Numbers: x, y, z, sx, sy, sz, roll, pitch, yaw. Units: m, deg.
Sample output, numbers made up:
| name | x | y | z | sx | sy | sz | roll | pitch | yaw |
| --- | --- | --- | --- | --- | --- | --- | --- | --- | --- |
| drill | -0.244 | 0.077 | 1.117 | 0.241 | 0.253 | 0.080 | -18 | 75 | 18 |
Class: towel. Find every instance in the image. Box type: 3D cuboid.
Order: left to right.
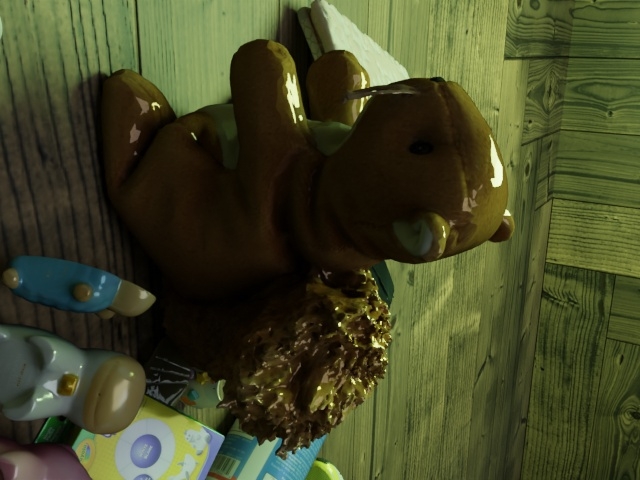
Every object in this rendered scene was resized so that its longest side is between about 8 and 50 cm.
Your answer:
| name | x | y | z | sx | sy | sz | roll | pitch | yaw |
| --- | --- | --- | --- | --- | --- | --- | --- | --- | --- |
| towel | 0.094 | -0.159 | 0.991 | 0.331 | 0.053 | 0.317 | 11 | 61 | -61 |

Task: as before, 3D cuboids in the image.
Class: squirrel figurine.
| name | x | y | z | sx | sy | sz | roll | pitch | yaw |
| --- | --- | --- | --- | --- | --- | --- | --- | --- | --- |
| squirrel figurine | 0.000 | 0.000 | 0.682 | 0.281 | 0.370 | 0.397 | -2 | 98 | -59 |

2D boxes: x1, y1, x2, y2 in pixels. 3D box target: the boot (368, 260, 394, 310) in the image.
| name | x | y | z | sx | sy | sz | roll | pitch | yaw |
| --- | --- | --- | --- | --- | --- | --- | --- | --- | --- |
| boot | 0.071 | 0.010 | 1.099 | 0.207 | 0.094 | 0.247 | 62 | 39 | -57 |

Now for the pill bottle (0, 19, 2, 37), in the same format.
| name | x | y | z | sx | sy | sz | roll | pitch | yaw |
| --- | --- | --- | --- | --- | --- | --- | --- | --- | --- |
| pill bottle | -0.289 | -0.142 | 0.463 | 0.120 | 0.067 | 0.067 | -45 | 136 | -44 |

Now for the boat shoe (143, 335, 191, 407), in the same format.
| name | x | y | z | sx | sy | sz | roll | pitch | yaw |
| --- | --- | --- | --- | --- | --- | --- | --- | --- | --- |
| boat shoe | -0.191 | 0.182 | 0.764 | 0.056 | 0.048 | 0.153 | 20 | 75 | -33 |

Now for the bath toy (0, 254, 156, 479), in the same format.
| name | x | y | z | sx | sy | sz | roll | pitch | yaw |
| --- | --- | --- | --- | --- | --- | --- | --- | --- | --- |
| bath toy | -0.255 | 0.192 | 0.578 | 0.129 | 0.151 | 0.348 | 113 | -3 | -78 |

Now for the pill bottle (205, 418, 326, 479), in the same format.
| name | x | y | z | sx | sy | sz | roll | pitch | yaw |
| --- | --- | --- | --- | --- | --- | --- | --- | --- | --- |
| pill bottle | -0.059 | 0.270 | 0.927 | 0.222 | 0.124 | 0.124 | -57 | 143 | -31 |

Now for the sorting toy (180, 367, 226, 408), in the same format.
| name | x | y | z | sx | sy | sz | roll | pitch | yaw |
| --- | --- | --- | --- | --- | --- | --- | --- | --- | --- |
| sorting toy | -0.135 | 0.169 | 0.814 | 0.045 | 0.075 | 0.083 | 30 | 73 | -59 |

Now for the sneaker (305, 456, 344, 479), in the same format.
| name | x | y | z | sx | sy | sz | roll | pitch | yaw |
| --- | --- | --- | --- | --- | --- | --- | --- | --- | --- |
| sneaker | -0.017 | 0.467 | 1.106 | 0.094 | 0.081 | 0.209 | 1 | 99 | -57 |

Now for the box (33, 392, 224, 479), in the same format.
| name | x | y | z | sx | sy | sz | roll | pitch | yaw |
| --- | --- | --- | --- | --- | --- | --- | --- | --- | --- |
| box | -0.198 | 0.214 | 0.699 | 0.179 | 0.043 | 0.105 | 36 | 66 | -27 |
